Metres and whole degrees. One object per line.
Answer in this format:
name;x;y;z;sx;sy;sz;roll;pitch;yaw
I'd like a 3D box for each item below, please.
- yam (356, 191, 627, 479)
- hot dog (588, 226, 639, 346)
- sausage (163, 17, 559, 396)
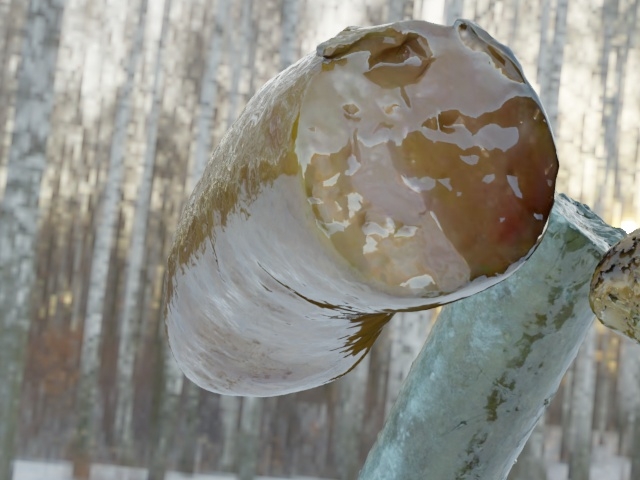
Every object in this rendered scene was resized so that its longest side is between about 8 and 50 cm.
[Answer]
yam;0.105;0.080;0.925;0.093;0.259;0.093;19;26;-10
hot dog;0.264;0.068;0.735;0.289;0.083;0.068;29;-37;32
sausage;-0.002;0.000;0.565;0.109;0.109;0.270;8;-18;-12
